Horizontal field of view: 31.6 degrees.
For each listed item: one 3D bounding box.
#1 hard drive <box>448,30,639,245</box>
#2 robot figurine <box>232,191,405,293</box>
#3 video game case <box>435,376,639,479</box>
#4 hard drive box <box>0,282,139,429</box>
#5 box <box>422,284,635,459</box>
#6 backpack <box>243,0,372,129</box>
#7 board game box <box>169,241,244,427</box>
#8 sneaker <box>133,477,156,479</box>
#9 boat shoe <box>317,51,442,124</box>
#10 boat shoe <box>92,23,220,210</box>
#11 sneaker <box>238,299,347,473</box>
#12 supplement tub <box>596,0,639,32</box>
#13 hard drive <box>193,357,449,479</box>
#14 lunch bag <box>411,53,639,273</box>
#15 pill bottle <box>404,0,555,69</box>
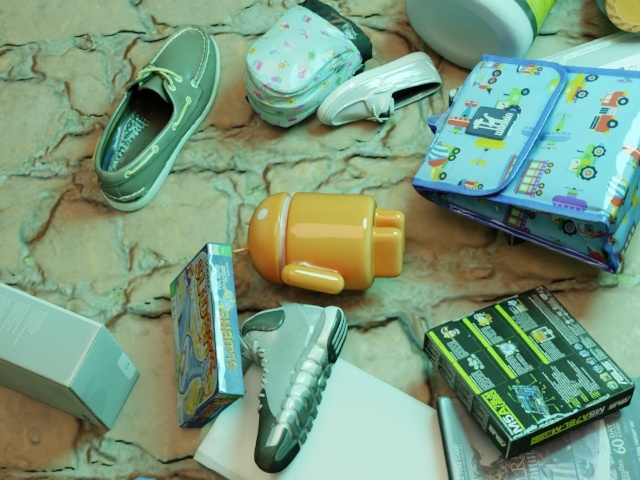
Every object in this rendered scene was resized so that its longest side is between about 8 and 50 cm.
[{"bbox_3d":[0.371,-0.154,1.539,0.339,0.064,0.237,-19,64,-1],"label":"hard drive"},{"bbox_3d":[0.000,0.001,1.475,0.219,0.128,0.158,3,73,8],"label":"robot figurine"},{"bbox_3d":[0.288,0.269,1.347,0.274,0.026,0.196,-4,64,-8],"label":"video game case"},{"bbox_3d":[-0.368,0.136,1.428,0.232,0.181,0.089,21,68,15],"label":"hard drive box"},{"bbox_3d":[0.250,0.154,1.371,0.184,0.045,0.191,-21,48,-20],"label":"box"},{"bbox_3d":[-0.031,-0.251,1.601,0.152,0.115,0.182,36,70,22],"label":"backpack"},{"bbox_3d":[-0.147,0.121,1.436,0.035,0.136,0.201,7,60,-28],"label":"board game box"},{"bbox_3d":[-0.262,0.391,1.351,0.090,0.081,0.232,13,68,5],"label":"sneaker"},{"bbox_3d":[0.086,-0.201,1.600,0.184,0.066,0.063,-24,63,-15],"label":"boat shoe"},{"bbox_3d":[-0.230,-0.190,1.611,0.109,0.091,0.305,18,69,14],"label":"boat shoe"},{"bbox_3d":[-0.064,0.171,1.393,0.132,0.086,0.229,15,58,19],"label":"sneaker"},{"bbox_3d":[0.436,-0.376,1.570,0.117,0.117,0.190,1,40,7],"label":"supplement tub"},{"bbox_3d":[0.025,0.261,1.401,0.307,0.040,0.203,26,71,18],"label":"hard drive"},{"bbox_3d":[0.273,-0.118,1.447,0.293,0.138,0.221,17,69,28],"label":"lunch bag"},{"bbox_3d":[0.270,-0.420,1.604,0.188,0.188,0.334,23,69,16],"label":"pill bottle"}]
